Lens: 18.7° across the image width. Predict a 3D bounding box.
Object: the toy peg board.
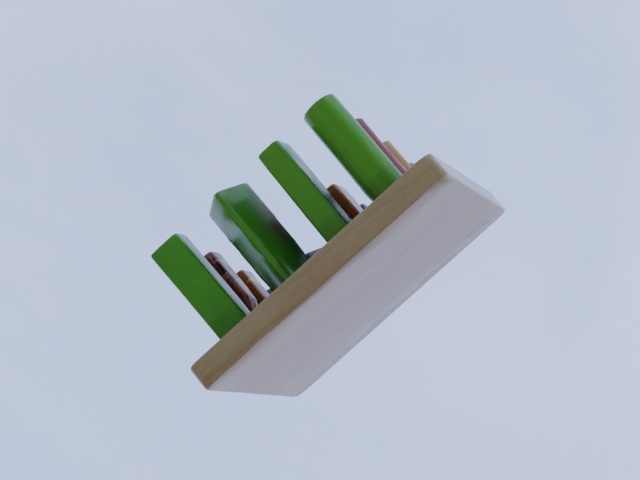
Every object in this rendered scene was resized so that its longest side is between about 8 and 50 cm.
[{"bbox_3d":[0.000,0.000,1.031,0.161,0.160,0.079,-42,-105,9],"label":"toy peg board"}]
